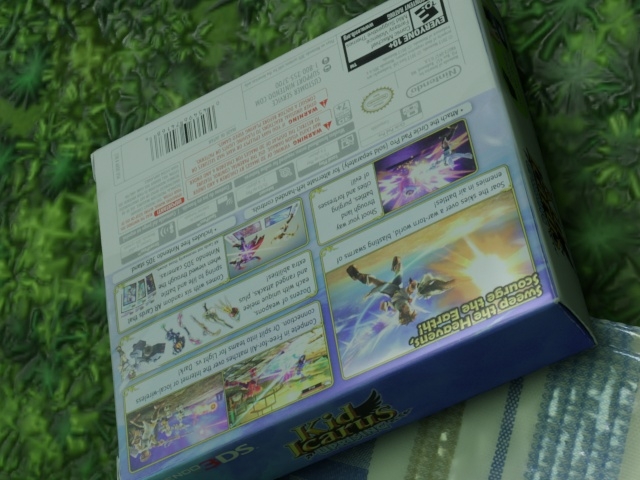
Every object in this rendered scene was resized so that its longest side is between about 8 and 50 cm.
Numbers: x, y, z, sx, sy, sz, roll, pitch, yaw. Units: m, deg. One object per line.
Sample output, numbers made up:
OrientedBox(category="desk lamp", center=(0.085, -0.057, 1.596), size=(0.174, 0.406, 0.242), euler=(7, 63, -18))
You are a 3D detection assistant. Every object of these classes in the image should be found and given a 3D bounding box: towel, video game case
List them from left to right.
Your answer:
OrientedBox(category="video game case", center=(0.000, 0.000, 0.923), size=(0.269, 0.061, 0.244), euler=(-25, 50, 19))
OrientedBox(category="towel", center=(0.106, 0.137, 0.887), size=(0.285, 0.034, 0.209), euler=(10, 84, 30))
